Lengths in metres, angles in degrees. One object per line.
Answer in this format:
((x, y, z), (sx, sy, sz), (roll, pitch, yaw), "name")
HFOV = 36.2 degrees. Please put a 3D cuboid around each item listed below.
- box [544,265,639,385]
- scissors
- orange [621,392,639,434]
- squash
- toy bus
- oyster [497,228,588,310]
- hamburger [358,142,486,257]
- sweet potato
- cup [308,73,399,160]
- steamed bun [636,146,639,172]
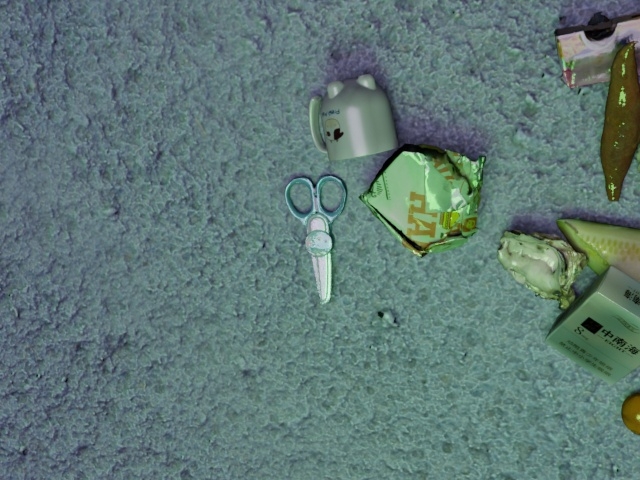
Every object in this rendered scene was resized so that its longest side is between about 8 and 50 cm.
((0.513, 0.154, 1.725), (0.155, 0.067, 0.243), (32, 152, 5), "box")
((0.000, 0.000, 1.927), (0.125, 0.030, 0.256), (-3, 99, 16), "scissors")
((0.597, 0.321, 1.809), (0.083, 0.083, 0.084), (4, 104, 15), "orange")
((0.531, 0.065, 1.754), (0.252, 0.093, 0.169), (10, 69, 11), "squash")
((0.542, -0.338, 1.665), (0.274, 0.090, 0.112), (-8, 107, 17), "toy bus")
((0.414, 0.047, 1.809), (0.163, 0.081, 0.191), (-1, 120, 40), "oyster")
((0.210, -0.090, 1.800), (0.214, 0.125, 0.235), (38, 113, -2), "hamburger")
((0.522, -0.206, 1.679), (0.072, 0.066, 0.314), (-8, 130, -5), "sweet potato")
((0.061, -0.230, 1.820), (0.134, 0.173, 0.142), (-15, 98, -13), "cup")
((0.633, -0.135, 1.678), (0.182, 0.106, 0.183), (4, 108, 12), "steamed bun")
